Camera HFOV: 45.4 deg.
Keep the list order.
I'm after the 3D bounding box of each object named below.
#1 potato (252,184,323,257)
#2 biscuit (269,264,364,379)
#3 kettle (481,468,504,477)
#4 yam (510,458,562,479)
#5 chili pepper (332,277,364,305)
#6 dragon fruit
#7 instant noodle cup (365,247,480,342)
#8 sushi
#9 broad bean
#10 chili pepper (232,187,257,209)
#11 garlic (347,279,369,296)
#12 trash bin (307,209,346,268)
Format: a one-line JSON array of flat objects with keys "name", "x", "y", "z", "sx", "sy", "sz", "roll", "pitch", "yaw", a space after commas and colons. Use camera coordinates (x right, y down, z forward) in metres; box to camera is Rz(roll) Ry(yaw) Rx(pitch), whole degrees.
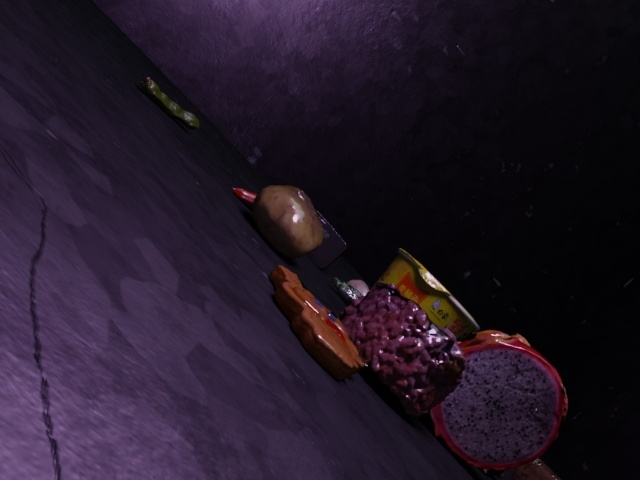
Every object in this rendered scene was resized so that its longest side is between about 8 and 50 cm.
[{"name": "potato", "x": -0.075, "y": -0.050, "z": 1.866, "sx": 0.192, "sy": 0.141, "sz": 0.296, "roll": 50, "pitch": 1, "yaw": 2}, {"name": "biscuit", "x": -0.002, "y": 0.141, "z": 1.313, "sx": 0.202, "sy": 0.047, "sz": 0.334, "roll": 46, "pitch": 4, "yaw": -13}, {"name": "kettle", "x": 0.395, "y": 0.456, "z": 1.886, "sx": 0.255, "sy": 0.165, "sz": 0.240, "roll": 49, "pitch": 30, "yaw": -49}, {"name": "yam", "x": 0.609, "y": 0.684, "z": 1.967, "sx": 0.131, "sy": 0.131, "sz": 0.279, "roll": 44, "pitch": 0, "yaw": -38}, {"name": "chili pepper", "x": 0.115, "y": 0.187, "z": 2.187, "sx": 0.227, "sy": 0.059, "sz": 0.088, "roll": 45, "pitch": 8, "yaw": -6}, {"name": "dragon fruit", "x": 0.366, "y": 0.326, "z": 1.661, "sx": 0.305, "sy": 0.305, "sz": 0.226, "roll": 47, "pitch": 7, "yaw": -1}, {"name": "instant noodle cup", "x": 0.235, "y": 0.200, "z": 2.004, "sx": 0.311, "sy": 0.221, "sz": 0.311, "roll": 45, "pitch": -1, "yaw": 1}, {"name": "sushi", "x": 0.162, "y": 0.209, "z": 1.520, "sx": 0.236, "sy": 0.171, "sz": 0.270, "roll": 44, "pitch": 0, "yaw": -36}, {"name": "broad bean", "x": -0.420, "y": -0.379, "z": 2.124, "sx": 0.256, "sy": 0.052, "sz": 0.052, "roll": 42, "pitch": 44, "yaw": -53}, {"name": "chili pepper", "x": -0.163, "y": -0.094, "z": 2.027, "sx": 0.191, "sy": 0.050, "sz": 0.059, "roll": 29, "pitch": 17, "yaw": -38}, {"name": "garlic", "x": 0.130, "y": 0.171, "z": 2.448, "sx": 0.084, "sy": 0.066, "sz": 0.152, "roll": 47, "pitch": 0, "yaw": -32}, {"name": "trash bin", "x": 0.000, "y": 0.000, "z": 2.452, "sx": 0.165, "sy": 0.115, "sz": 0.225, "roll": 48, "pitch": 2, "yaw": 5}]
